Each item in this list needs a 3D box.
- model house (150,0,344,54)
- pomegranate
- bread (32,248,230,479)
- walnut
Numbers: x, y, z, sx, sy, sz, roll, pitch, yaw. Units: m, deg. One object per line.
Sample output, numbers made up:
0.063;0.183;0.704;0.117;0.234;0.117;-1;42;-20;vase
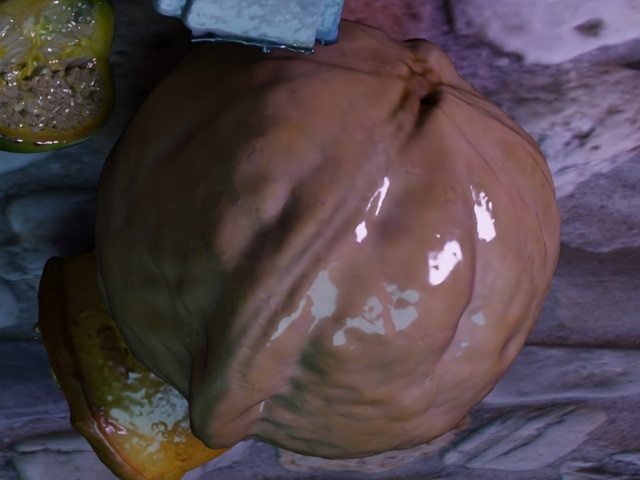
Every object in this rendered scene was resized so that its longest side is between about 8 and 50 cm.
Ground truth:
-0.032;-0.220;0.987;0.148;0.119;0.148;9;136;-20;model house
-0.221;-0.150;1.061;0.143;0.122;0.169;-23;119;-26;pomegranate
-0.162;0.113;1.373;0.146;0.268;0.268;-25;146;6;bread
0.000;0.000;1.144;0.381;0.381;0.381;-4;149;-2;walnut
